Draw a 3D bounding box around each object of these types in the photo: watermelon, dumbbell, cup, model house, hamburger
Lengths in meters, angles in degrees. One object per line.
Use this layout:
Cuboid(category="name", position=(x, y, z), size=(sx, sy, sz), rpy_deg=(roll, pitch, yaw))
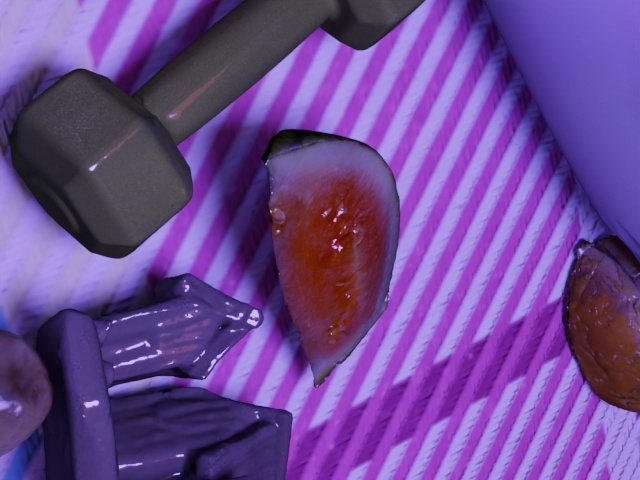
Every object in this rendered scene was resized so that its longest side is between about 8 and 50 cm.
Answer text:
Cuboid(category="watermelon", position=(0.005, 0.003, 0.969), size=(0.245, 0.063, 0.119), rpy_deg=(82, 30, -50))
Cuboid(category="dumbbell", position=(-0.058, -0.116, 0.903), size=(0.302, 0.121, 0.108), rpy_deg=(-42, 94, -18))
Cuboid(category="cup", position=(0.277, -0.139, 1.050), size=(0.253, 0.253, 0.371), rpy_deg=(-43, 126, -18))
Cuboid(category="model house", position=(-0.099, 0.135, 0.937), size=(0.188, 0.122, 0.229), rpy_deg=(-11, 107, -35))
Cuboid(category="hamburger", position=(0.268, 0.086, 1.201), size=(0.087, 0.102, 0.176), rpy_deg=(-26, 118, -14))

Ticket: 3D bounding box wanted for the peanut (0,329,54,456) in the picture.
Cuboid(category="peanut", position=(-0.267, 0.115, 0.824), size=(0.228, 0.104, 0.085), rpy_deg=(-21, 89, -26))
